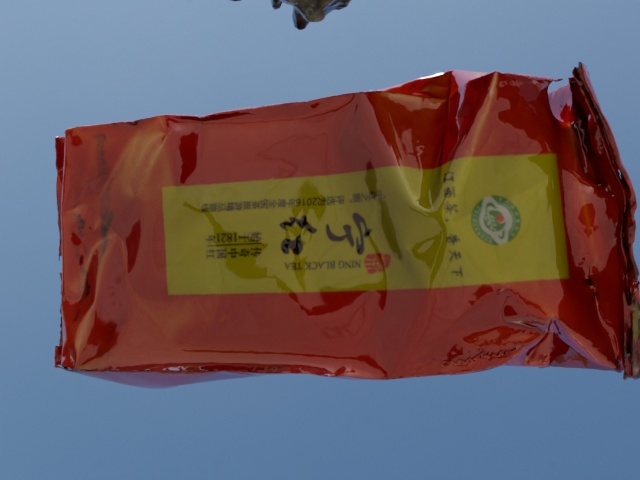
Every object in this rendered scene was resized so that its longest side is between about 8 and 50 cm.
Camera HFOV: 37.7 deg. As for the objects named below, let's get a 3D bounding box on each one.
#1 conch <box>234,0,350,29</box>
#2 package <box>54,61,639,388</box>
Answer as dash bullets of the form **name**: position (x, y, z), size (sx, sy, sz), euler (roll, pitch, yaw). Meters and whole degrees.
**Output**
- **conch**: position (0.034, -0.247, 0.512), size (0.313, 0.241, 0.186), euler (-29, -71, 23)
- **package**: position (-0.001, 0.000, 0.631), size (0.423, 0.123, 0.196), euler (-5, -94, 27)
